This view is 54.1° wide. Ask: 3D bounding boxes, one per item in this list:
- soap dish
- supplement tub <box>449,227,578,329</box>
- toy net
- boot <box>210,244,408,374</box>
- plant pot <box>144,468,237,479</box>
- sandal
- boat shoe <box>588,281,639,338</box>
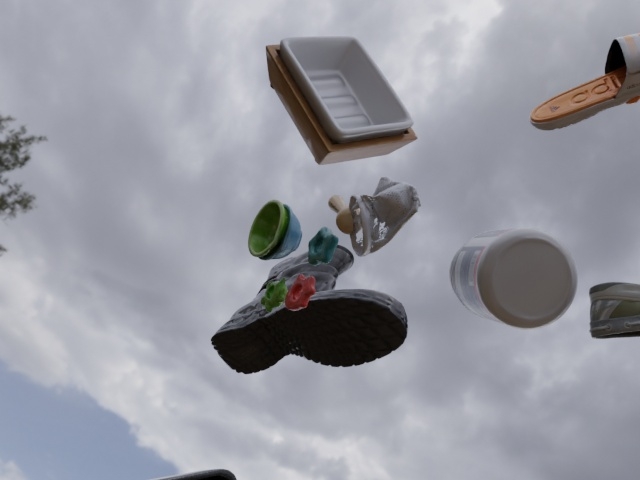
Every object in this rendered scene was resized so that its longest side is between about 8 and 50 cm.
[{"bbox_3d":[0.036,-0.292,1.310,0.291,0.229,0.118,61,-36,22],"label":"soap dish"},{"bbox_3d":[0.377,0.073,1.275,0.191,0.191,0.272,40,-2,-1],"label":"supplement tub"},{"bbox_3d":[0.000,0.000,0.626,0.045,0.122,0.232,26,-28,-31],"label":"toy net"},{"bbox_3d":[0.003,0.076,0.936,0.338,0.222,0.118,-11,-62,36],"label":"boot"},{"bbox_3d":[-0.169,0.262,0.438,0.167,0.187,0.188,-23,-110,59],"label":"plant pot"},{"bbox_3d":[0.421,-0.240,0.888,0.265,0.102,0.076,-23,-58,18],"label":"sandal"},{"bbox_3d":[0.638,0.148,1.104,0.320,0.103,0.118,10,-17,4],"label":"boat shoe"}]
